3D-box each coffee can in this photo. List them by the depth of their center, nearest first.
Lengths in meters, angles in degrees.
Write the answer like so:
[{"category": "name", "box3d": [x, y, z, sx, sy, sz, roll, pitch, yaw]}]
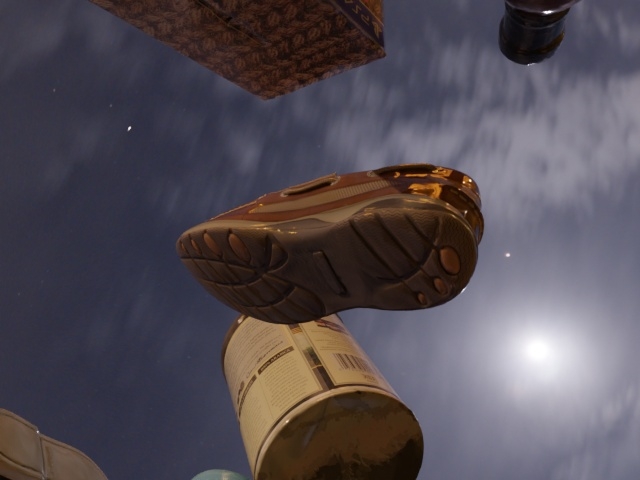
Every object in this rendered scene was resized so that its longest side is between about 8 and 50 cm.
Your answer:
[{"category": "coffee can", "box3d": [-0.015, 0.213, 0.736, 0.201, 0.275, 0.202, -5, -71, -16]}]

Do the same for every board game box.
[{"category": "board game box", "box3d": [-0.066, -0.305, 0.448, 0.232, 0.141, 0.291, 18, -113, -52]}]

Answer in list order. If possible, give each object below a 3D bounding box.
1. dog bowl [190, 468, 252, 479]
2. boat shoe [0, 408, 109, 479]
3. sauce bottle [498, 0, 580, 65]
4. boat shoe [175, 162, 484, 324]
[{"category": "dog bowl", "box3d": [-0.077, 0.439, 0.739, 0.297, 0.166, 0.074, 32, -156, 7]}, {"category": "boat shoe", "box3d": [-0.411, 0.371, 0.798, 0.113, 0.127, 0.340, -29, -43, -6]}, {"category": "sauce bottle", "box3d": [0.205, -0.279, 0.475, 0.111, 0.344, 0.111, -4, -106, 13]}, {"category": "boat shoe", "box3d": [0.000, 0.000, 0.519, 0.116, 0.324, 0.123, -53, -51, -42]}]
